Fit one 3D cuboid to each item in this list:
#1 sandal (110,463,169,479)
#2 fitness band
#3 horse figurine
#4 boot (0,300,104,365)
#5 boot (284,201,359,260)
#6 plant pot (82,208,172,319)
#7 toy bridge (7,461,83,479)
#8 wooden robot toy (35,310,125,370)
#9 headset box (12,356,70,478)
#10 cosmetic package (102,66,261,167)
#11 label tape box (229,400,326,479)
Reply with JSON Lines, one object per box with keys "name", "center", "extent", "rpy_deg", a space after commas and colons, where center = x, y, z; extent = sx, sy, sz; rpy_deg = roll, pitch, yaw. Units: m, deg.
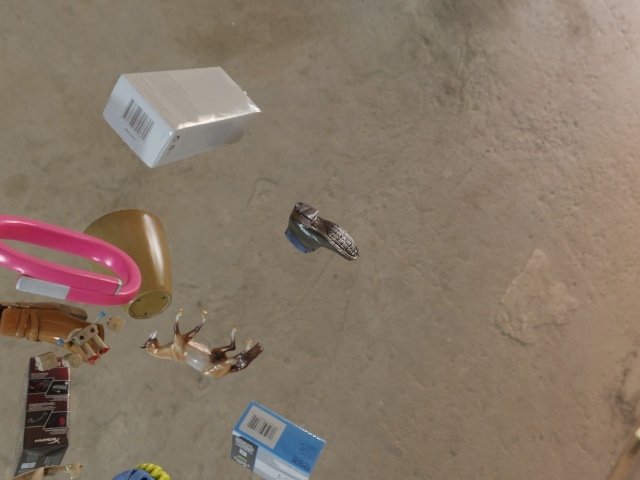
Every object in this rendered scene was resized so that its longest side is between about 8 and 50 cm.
{"name": "sandal", "center": [-0.273, 0.445, 0.726], "extent": [0.138, 0.317, 0.126], "rpy_deg": [-10, 94, -42]}
{"name": "fitness band", "center": [-0.467, 0.033, 0.870], "extent": [0.290, 0.209, 0.054], "rpy_deg": [24, 101, -42]}
{"name": "horse figurine", "center": [-0.269, 0.253, 1.115], "extent": [0.263, 0.066, 0.175], "rpy_deg": [27, 113, -18]}
{"name": "boot", "center": [-0.694, 0.229, 1.223], "extent": [0.220, 0.283, 0.109], "rpy_deg": [19, 100, -46]}
{"name": "boot", "center": [0.000, 0.000, 1.297], "extent": [0.219, 0.106, 0.082], "rpy_deg": [41, 39, 8]}
{"name": "plant pot", "center": [-0.511, 0.082, 1.319], "extent": [0.237, 0.237, 0.254], "rpy_deg": [-21, 54, -24]}
{"name": "toy bridge", "center": [-0.637, 0.537, 1.077], "extent": [0.188, 0.063, 0.026], "rpy_deg": [-10, 93, -17]}
{"name": "wooden robot toy", "center": [-0.481, 0.207, 0.953], "extent": [0.173, 0.079, 0.076], "rpy_deg": [-40, 111, -45]}
{"name": "headset box", "center": [-0.788, 0.485, 1.354], "extent": [0.110, 0.218, 0.293], "rpy_deg": [9, 43, -34]}
{"name": "cosmetic package", "center": [-0.211, -0.205, 0.765], "extent": [0.117, 0.085, 0.231], "rpy_deg": [48, 32, 3]}
{"name": "label tape box", "center": [-0.142, 0.660, 1.450], "extent": [0.249, 0.348, 0.115], "rpy_deg": [25, 45, 10]}
